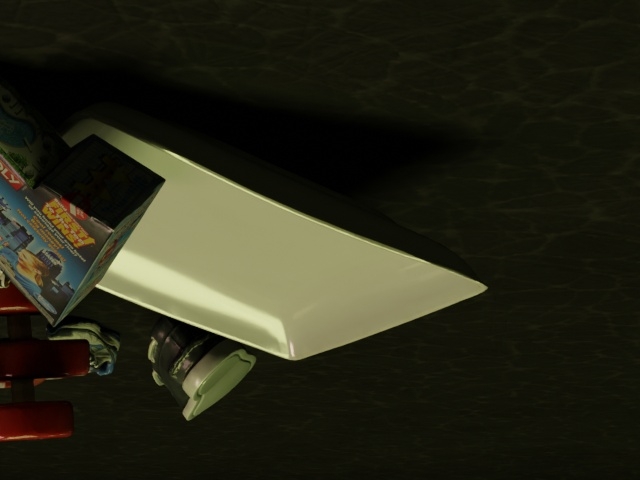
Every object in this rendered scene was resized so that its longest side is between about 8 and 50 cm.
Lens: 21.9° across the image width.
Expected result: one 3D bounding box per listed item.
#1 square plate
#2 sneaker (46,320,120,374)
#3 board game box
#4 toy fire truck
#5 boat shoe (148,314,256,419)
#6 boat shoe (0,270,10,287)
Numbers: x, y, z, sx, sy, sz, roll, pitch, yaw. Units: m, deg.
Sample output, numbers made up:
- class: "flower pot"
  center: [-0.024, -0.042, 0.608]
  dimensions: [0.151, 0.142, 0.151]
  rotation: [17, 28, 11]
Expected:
- class: "square plate"
  center: [-0.091, -0.004, 1.345]
  dimensions: [0.347, 0.049, 0.344]
  rotation: [23, 157, -21]
- class: "sneaker"
  center: [-0.280, 0.130, 1.969]
  dimensions: [0.052, 0.058, 0.135]
  rotation: [-6, 163, 25]
- class: "board game box"
  center: [-0.200, -0.041, 1.172]
  dimensions: [0.194, 0.060, 0.194]
  rotation: [49, 148, -13]
- class: "toy fire truck"
  center: [-0.398, 0.135, 1.745]
  dimensions: [0.302, 0.169, 0.254]
  rotation: [-3, 173, -23]
- class: "boat shoe"
  center: [-0.143, 0.136, 1.935]
  dimensions: [0.114, 0.091, 0.302]
  rotation: [-42, 172, -15]
- class: "boat shoe"
  center: [-0.316, 0.029, 1.632]
  dimensions: [0.100, 0.035, 0.035]
  rotation: [-3, 165, 11]
